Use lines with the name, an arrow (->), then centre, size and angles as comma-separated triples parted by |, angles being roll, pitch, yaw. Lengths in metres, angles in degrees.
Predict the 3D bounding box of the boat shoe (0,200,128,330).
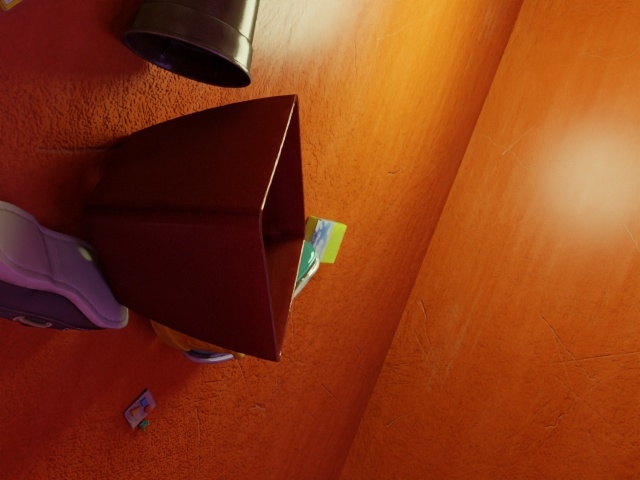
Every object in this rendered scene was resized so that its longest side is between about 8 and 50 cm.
boat shoe -> -0.342, 0.054, 0.694 | 0.096, 0.117, 0.324 | -21, 160, 0

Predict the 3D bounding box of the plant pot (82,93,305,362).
plant pot -> -0.158, -0.025, 0.776 | 0.267, 0.235, 0.268 | -80, 172, -46

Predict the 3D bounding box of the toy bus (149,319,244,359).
toy bus -> -0.148, 0.087, 0.962 | 0.150, 0.211, 0.220 | 73, 32, -52

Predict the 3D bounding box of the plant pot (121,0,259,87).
plant pot -> -0.149, -0.307, 0.727 | 0.167, 0.166, 0.165 | 20, 84, -66

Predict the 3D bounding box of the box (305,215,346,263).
box -> 0.000, 0.000, 1.410 | 0.178, 0.042, 0.109 | 8, 102, -65

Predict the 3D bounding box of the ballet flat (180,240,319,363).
ballet flat -> -0.138, 0.143, 1.173 | 0.400, 0.139, 0.139 | -43, 146, -44

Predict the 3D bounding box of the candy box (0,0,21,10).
candy box -> -0.278, -0.337, 0.577 | 0.206, 0.027, 0.105 | -54, 149, -28

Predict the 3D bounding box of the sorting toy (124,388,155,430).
sorting toy -> -0.328, 0.320, 1.047 | 0.062, 0.012, 0.083 | -49, 150, -35
